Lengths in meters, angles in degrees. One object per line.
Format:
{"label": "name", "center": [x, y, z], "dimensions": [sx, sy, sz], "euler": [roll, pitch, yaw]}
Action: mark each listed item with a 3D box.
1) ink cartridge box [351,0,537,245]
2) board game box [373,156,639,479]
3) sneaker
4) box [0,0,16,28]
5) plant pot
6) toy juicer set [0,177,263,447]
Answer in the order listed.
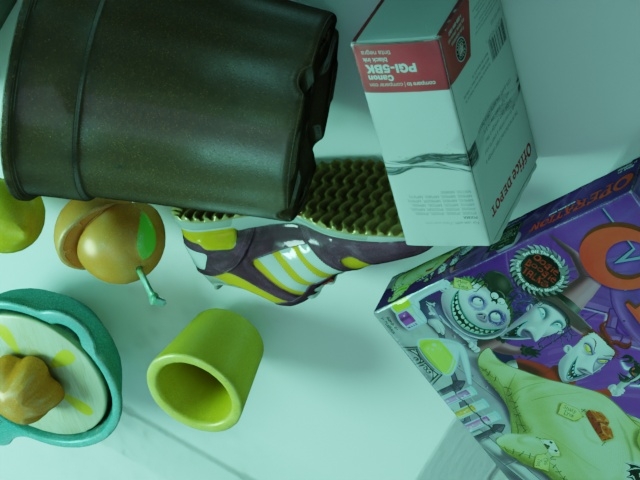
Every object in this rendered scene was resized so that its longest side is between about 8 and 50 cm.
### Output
{"label": "ink cartridge box", "center": [0.072, -0.077, 1.119], "dimensions": [0.056, 0.099, 0.135], "euler": [-1, 123, 26]}
{"label": "board game box", "center": [0.215, 0.126, 1.240], "dimensions": [0.208, 0.056, 0.347], "euler": [-30, 108, 33]}
{"label": "sneaker", "center": [0.000, 0.000, 1.239], "dimensions": [0.185, 0.069, 0.084], "euler": [5, 135, 29]}
{"label": "box", "center": [-0.239, -0.192, 1.165], "dimensions": [0.148, 0.121, 0.311], "euler": [37, 131, -5]}
{"label": "plant pot", "center": [-0.082, -0.088, 1.152], "dimensions": [0.165, 0.167, 0.167], "euler": [12, 129, 8]}
{"label": "toy juicer set", "center": [-0.214, 0.060, 1.352], "dimensions": [0.329, 0.089, 0.209], "euler": [-12, 122, 36]}
